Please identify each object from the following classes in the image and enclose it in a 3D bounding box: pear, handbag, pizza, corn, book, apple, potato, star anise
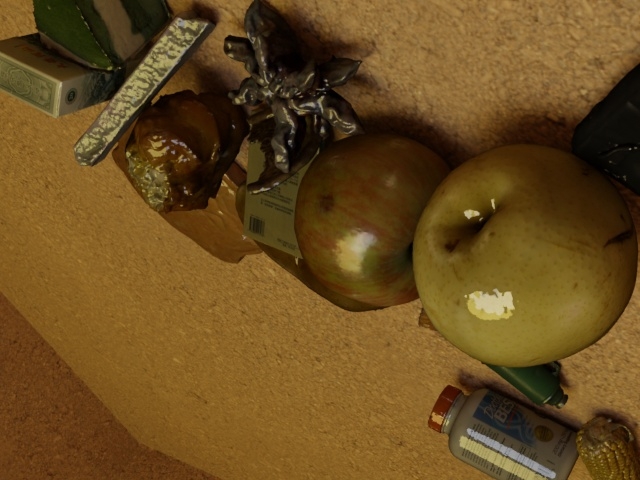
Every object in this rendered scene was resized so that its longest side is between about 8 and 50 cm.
[{"bbox_3d":[0.276,0.025,1.271,0.309,0.309,0.309,27,151,17],"label":"pear"},{"bbox_3d":[0.453,-0.102,1.104,0.275,0.088,0.244,32,155,0],"label":"handbag"},{"bbox_3d":[0.235,0.148,1.801,0.099,0.029,0.100,18,151,15],"label":"pizza"},{"bbox_3d":[0.560,0.435,1.805,0.106,0.106,0.293,11,146,39],"label":"corn"},{"bbox_3d":[-0.063,-0.096,1.613,0.161,0.026,0.230,22,117,35],"label":"book"},{"bbox_3d":[0.081,-0.037,1.450,0.264,0.264,0.264,27,151,17],"label":"apple"},{"bbox_3d":[0.000,0.000,1.701,0.369,0.176,0.195,27,174,24],"label":"potato"},{"bbox_3d":[-0.053,-0.236,1.407,0.282,0.129,0.212,46,147,23],"label":"star anise"}]

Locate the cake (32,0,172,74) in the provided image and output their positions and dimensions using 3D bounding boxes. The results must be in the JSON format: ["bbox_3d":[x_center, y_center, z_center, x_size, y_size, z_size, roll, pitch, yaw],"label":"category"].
[{"bbox_3d":[-0.390,-0.424,1.480,0.172,0.158,0.283,15,144,37],"label":"cake"}]

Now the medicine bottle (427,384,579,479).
[{"bbox_3d":[0.363,0.395,1.892,0.289,0.157,0.157,26,151,20],"label":"medicine bottle"}]

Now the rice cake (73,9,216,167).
[{"bbox_3d":[-0.298,-0.250,1.568,0.056,0.072,0.365,45,119,-4],"label":"rice cake"}]

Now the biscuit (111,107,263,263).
[{"bbox_3d":[-0.266,-0.101,1.940,0.385,0.062,0.365,42,153,-11],"label":"biscuit"}]

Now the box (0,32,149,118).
[{"bbox_3d":[-0.419,-0.296,1.609,0.164,0.256,0.069,26,120,17],"label":"box"}]

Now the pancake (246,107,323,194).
[{"bbox_3d":[-0.076,-0.155,1.514,0.190,0.184,0.020,32,163,47],"label":"pancake"}]

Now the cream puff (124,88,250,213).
[{"bbox_3d":[-0.235,-0.156,1.624,0.155,0.241,0.269,34,-174,7],"label":"cream puff"}]

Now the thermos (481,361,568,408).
[{"bbox_3d":[0.375,0.236,1.736,0.188,0.083,0.073,38,174,-7],"label":"thermos"}]
